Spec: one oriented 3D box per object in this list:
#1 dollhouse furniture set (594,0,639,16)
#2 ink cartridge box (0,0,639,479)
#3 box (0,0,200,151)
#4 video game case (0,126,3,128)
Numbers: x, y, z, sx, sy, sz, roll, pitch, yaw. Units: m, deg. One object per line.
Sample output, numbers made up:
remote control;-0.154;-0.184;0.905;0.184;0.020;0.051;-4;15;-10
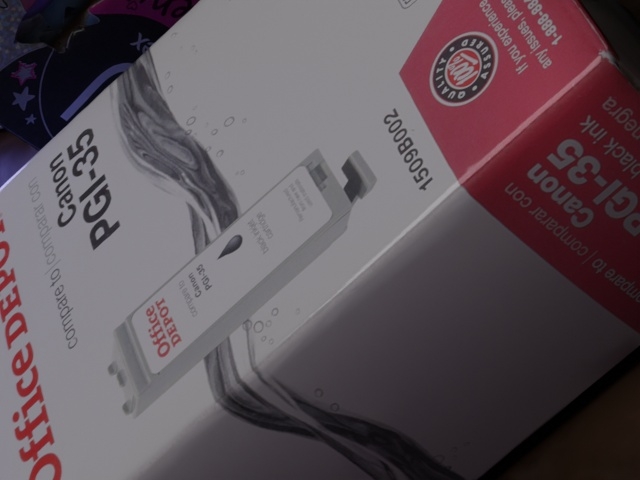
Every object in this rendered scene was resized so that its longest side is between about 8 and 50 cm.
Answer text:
dollhouse furniture set;0.162;-0.118;0.619;0.161;0.212;0.242;-43;64;15
ink cartridge box;0.000;0.000;0.763;0.283;0.117;0.207;-41;39;15
box;-0.139;-0.141;0.900;0.142;0.247;0.163;-49;46;7
video game case;-0.169;-0.148;1.141;0.183;0.023;0.201;-12;54;41
